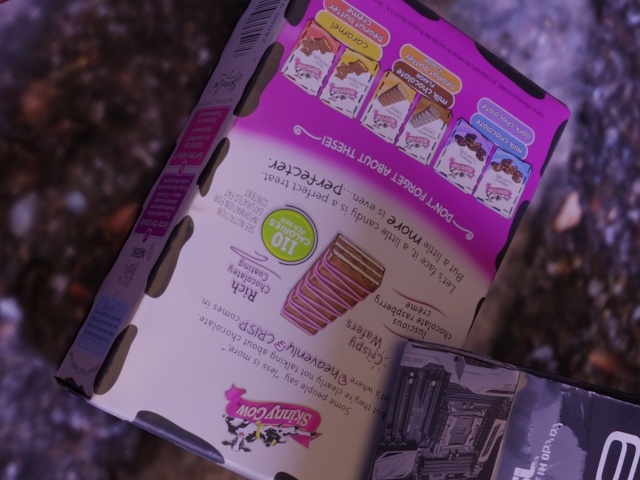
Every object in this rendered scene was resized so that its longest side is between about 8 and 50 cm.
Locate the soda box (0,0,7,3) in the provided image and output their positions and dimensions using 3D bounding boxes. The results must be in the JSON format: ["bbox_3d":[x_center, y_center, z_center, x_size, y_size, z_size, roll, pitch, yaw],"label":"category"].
[{"bbox_3d":[-0.226,-0.099,0.502,0.263,0.092,0.083,-29,101,-19],"label":"soda box"}]

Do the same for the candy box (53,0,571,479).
[{"bbox_3d":[0.000,0.000,0.612,0.159,0.071,0.233,31,79,-23],"label":"candy box"}]

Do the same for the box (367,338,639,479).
[{"bbox_3d":[0.106,0.221,0.623,0.242,0.076,0.307,20,85,-40],"label":"box"}]
